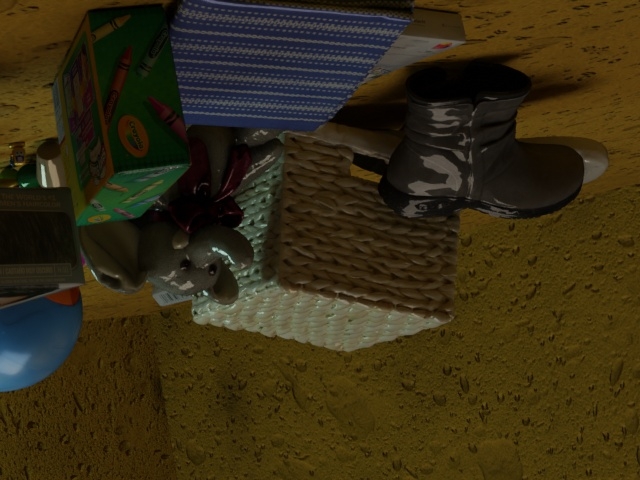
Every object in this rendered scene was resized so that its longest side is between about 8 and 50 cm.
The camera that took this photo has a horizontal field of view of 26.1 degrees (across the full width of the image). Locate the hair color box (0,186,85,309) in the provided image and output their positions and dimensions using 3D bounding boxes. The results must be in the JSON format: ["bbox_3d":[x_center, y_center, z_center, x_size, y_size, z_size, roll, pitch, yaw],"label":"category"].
[{"bbox_3d":[-0.456,0.035,1.510,0.374,0.114,0.185,-16,170,37],"label":"hair color box"}]

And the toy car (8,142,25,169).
[{"bbox_3d":[-0.424,-0.110,1.780,0.122,0.041,0.060,-5,171,-37],"label":"toy car"}]

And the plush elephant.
[{"bbox_3d":[-0.170,-0.043,1.812,0.330,0.255,0.271,-17,171,43],"label":"plush elephant"}]

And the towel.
[{"bbox_3d":[-0.063,-0.194,1.494,0.243,0.040,0.336,1,164,-18],"label":"towel"}]

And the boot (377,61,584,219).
[{"bbox_3d":[0.256,-0.142,1.923,0.338,0.118,0.223,-8,138,-26],"label":"boot"}]

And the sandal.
[{"bbox_3d":[0.238,-0.151,2.160,0.416,0.102,0.169,5,160,-2],"label":"sandal"}]

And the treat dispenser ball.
[{"bbox_3d":[-0.567,0.124,2.446,0.288,0.288,0.288,-10,173,-1],"label":"treat dispenser ball"}]

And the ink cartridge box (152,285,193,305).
[{"bbox_3d":[-0.193,0.000,2.530,0.223,0.224,0.045,-14,137,19],"label":"ink cartridge box"}]

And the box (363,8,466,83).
[{"bbox_3d":[0.051,-0.221,1.599,0.186,0.038,0.145,-16,171,44],"label":"box"}]

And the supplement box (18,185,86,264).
[{"bbox_3d":[-0.366,-0.031,2.146,0.220,0.114,0.111,-7,159,-36],"label":"supplement box"}]

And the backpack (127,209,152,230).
[{"bbox_3d":[-0.243,-0.059,2.042,0.173,0.158,0.117,-38,-169,-1],"label":"backpack"}]

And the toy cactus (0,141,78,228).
[{"bbox_3d":[-0.370,-0.062,1.909,0.112,0.219,0.180,-40,152,-26],"label":"toy cactus"}]

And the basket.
[{"bbox_3d":[0.000,0.000,2.094,0.328,0.266,0.331,13,163,-27],"label":"basket"}]

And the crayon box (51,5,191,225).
[{"bbox_3d":[-0.217,-0.123,1.460,0.081,0.165,0.278,-8,173,-20],"label":"crayon box"}]
